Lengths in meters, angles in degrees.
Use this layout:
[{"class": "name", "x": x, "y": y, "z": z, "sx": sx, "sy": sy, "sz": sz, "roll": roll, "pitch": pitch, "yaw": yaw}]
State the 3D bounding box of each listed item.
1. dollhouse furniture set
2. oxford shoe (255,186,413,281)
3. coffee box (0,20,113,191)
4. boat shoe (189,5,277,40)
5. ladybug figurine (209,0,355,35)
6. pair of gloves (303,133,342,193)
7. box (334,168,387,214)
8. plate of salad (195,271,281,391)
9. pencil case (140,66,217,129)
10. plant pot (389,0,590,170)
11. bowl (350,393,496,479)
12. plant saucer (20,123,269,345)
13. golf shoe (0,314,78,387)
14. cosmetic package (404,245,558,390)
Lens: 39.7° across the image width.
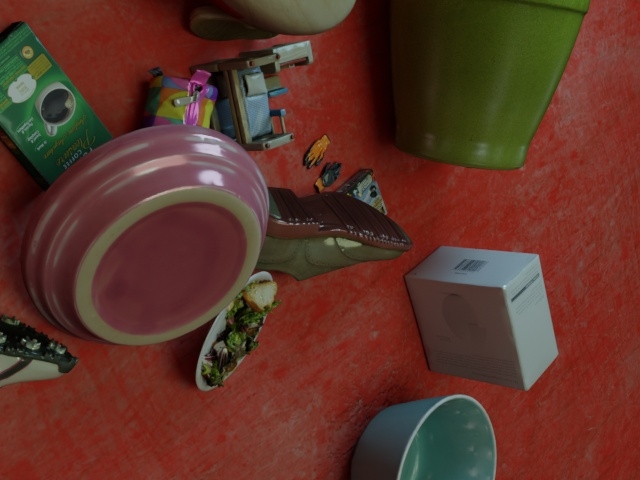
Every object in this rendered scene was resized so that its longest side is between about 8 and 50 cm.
[{"class": "dollhouse furniture set", "x": -0.072, "y": -0.218, "z": 1.321, "sx": 0.184, "sy": 0.129, "sz": 0.129, "roll": -26, "pitch": 113, "yaw": -43}, {"class": "oxford shoe", "x": 0.000, "y": 0.000, "z": 1.440, "sx": 0.348, "sy": 0.123, "sz": 0.130, "roll": 9, "pitch": 123, "yaw": -38}, {"class": "coffee box", "x": -0.352, "y": -0.161, "z": 1.092, "sx": 0.113, "sy": 0.040, "sz": 0.184, "roll": -55, "pitch": 129, "yaw": -28}, {"class": "boat shoe", "x": -0.127, "y": -0.333, "z": 1.310, "sx": 0.170, "sy": 0.063, "sz": 0.059, "roll": -9, "pitch": 77, "yaw": -46}, {"class": "ladybug figurine", "x": -0.126, "y": -0.464, "z": 1.184, "sx": 0.449, "sy": 0.162, "sz": 0.305, "roll": 52, "pitch": 52, "yaw": -23}, {"class": "pair of gloves", "x": 0.005, "y": -0.129, "z": 1.501, "sx": 0.074, "sy": 0.010, "sz": 0.083, "roll": -49, "pitch": 127, "yaw": -32}, {"class": "box", "x": 0.057, "y": -0.053, "z": 1.552, "sx": 0.137, "sy": 0.027, "sz": 0.094, "roll": -41, "pitch": 123, "yaw": -36}, {"class": "plate of salad", "x": -0.118, "y": 0.139, "z": 1.315, "sx": 0.200, "sy": 0.048, "sz": 0.200, "roll": -54, "pitch": 162, "yaw": -27}, {"class": "pencil case", "x": -0.205, "y": -0.114, "z": 1.213, "sx": 0.104, "sy": 0.104, "sz": 0.236, "roll": 12, "pitch": 86, "yaw": -47}, {"class": "plant pot", "x": 0.270, "y": -0.315, "z": 1.556, "sx": 0.366, "sy": 0.366, "sz": 0.353, "roll": -6, "pitch": 111, "yaw": -47}, {"class": "bowl", "x": 0.171, "y": 0.424, "z": 1.624, "sx": 0.311, "sy": 0.163, "sz": 0.311, "roll": -5, "pitch": 97, "yaw": -47}, {"class": "plant saucer", "x": -0.202, "y": 0.014, "z": 1.122, "sx": 0.332, "sy": 0.084, "sz": 0.332, "roll": -23, "pitch": 139, "yaw": -22}, {"class": "golf shoe", "x": -0.420, "y": 0.146, "z": 1.026, "sx": 0.273, "sy": 0.105, "sz": 0.120, "roll": 12, "pitch": 100, "yaw": -41}, {"class": "cosmetic package", "x": 0.310, "y": 0.144, "z": 1.699, "sx": 0.138, "sy": 0.224, "sz": 0.224, "roll": -35, "pitch": 118, "yaw": -39}]
